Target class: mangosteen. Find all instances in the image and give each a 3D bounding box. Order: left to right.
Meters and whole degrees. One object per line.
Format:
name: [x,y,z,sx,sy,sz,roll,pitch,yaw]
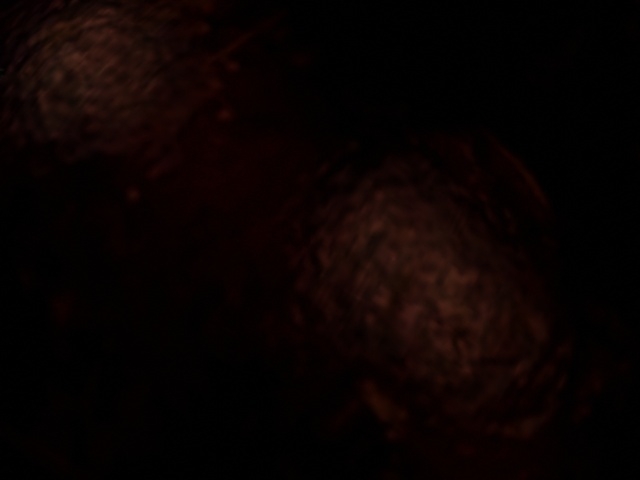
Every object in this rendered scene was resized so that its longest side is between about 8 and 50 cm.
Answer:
mangosteen: [0.001,0.014,0.444,0.297,0.313,0.297,47,-156,-28]
